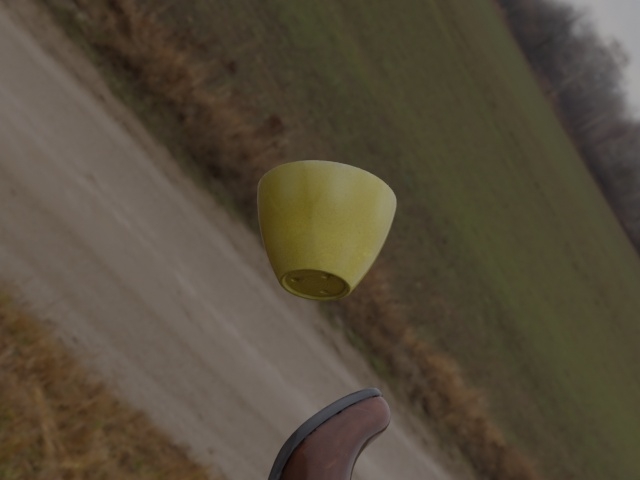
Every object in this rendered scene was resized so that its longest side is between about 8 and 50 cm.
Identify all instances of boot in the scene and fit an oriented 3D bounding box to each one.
[{"bbox_3d":[0.050,0.297,1.111,0.280,0.264,0.096,39,-27,16],"label":"boot"}]

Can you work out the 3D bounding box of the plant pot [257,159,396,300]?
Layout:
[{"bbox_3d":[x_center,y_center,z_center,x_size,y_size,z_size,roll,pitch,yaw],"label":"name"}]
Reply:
[{"bbox_3d":[0.000,0.000,1.209,0.134,0.134,0.095,45,46,-49],"label":"plant pot"}]
